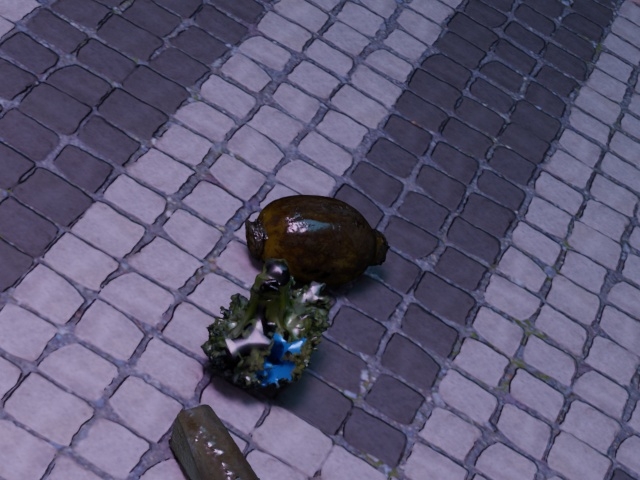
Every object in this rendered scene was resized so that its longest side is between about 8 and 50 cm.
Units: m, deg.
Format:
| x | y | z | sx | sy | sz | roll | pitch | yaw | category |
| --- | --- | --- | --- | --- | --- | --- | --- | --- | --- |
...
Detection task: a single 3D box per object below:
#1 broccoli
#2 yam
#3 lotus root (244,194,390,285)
| x | y | z | sx | sy | sz | roll | pitch | yaw | category |
| --- | --- | --- | --- | --- | --- | --- | --- | --- | --- |
| -0.062 | 0.095 | 2.078 | 0.167 | 0.160 | 0.154 | -3 | 43 | -12 | broccoli |
| -0.106 | 0.260 | 1.918 | 0.068 | 0.068 | 0.169 | -8 | 49 | -42 | yam |
| 0.000 | 0.000 | 2.283 | 0.209 | 0.120 | 0.120 | 6 | 41 | -26 | lotus root |
